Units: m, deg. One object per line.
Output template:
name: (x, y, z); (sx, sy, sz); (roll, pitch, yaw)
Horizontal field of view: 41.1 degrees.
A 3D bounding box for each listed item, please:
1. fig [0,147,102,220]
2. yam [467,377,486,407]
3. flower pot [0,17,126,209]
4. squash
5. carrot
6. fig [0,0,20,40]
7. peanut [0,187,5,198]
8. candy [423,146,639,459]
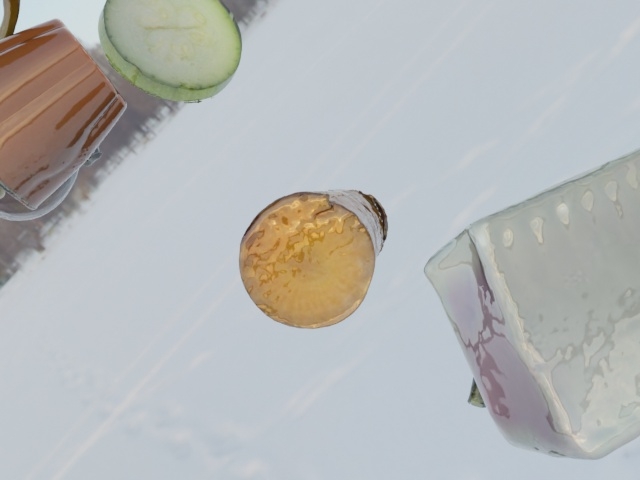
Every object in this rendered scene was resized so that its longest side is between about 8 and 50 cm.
fig: (-0.484, -0.148, 1.380); (0.214, 0.235, 0.235); (-12, 18, 4)
yam: (0.258, 0.196, 1.333); (0.027, 0.033, 0.130); (74, -149, -65)
flower pot: (-0.337, -0.162, 1.009); (0.173, 0.191, 0.190); (-41, 13, -4)
squash: (-0.222, -0.307, 1.287); (0.219, 0.219, 0.041); (-57, 8, -36)
carrot: (0.000, 0.000, 1.258); (0.196, 0.196, 0.254); (-43, 4, 16)
fig: (-0.407, -0.342, 0.967); (0.175, 0.207, 0.175); (-42, 28, 29)
peanut: (-0.468, -0.152, 1.127); (0.095, 0.226, 0.108); (-10, 5, 7)
candy: (0.289, 0.027, 0.753); (0.358, 0.208, 0.145); (-25, -8, -19)
